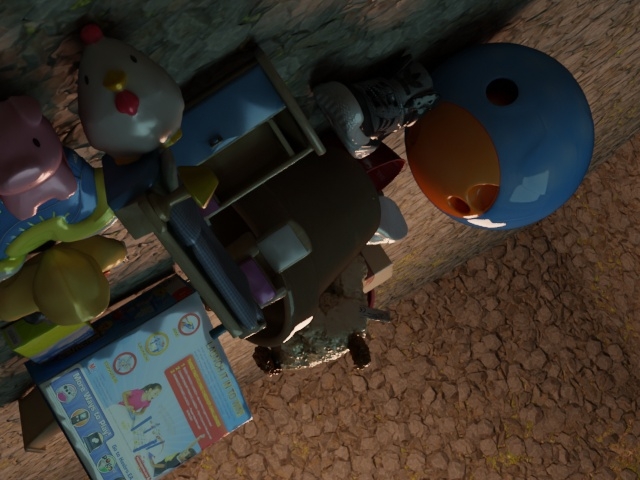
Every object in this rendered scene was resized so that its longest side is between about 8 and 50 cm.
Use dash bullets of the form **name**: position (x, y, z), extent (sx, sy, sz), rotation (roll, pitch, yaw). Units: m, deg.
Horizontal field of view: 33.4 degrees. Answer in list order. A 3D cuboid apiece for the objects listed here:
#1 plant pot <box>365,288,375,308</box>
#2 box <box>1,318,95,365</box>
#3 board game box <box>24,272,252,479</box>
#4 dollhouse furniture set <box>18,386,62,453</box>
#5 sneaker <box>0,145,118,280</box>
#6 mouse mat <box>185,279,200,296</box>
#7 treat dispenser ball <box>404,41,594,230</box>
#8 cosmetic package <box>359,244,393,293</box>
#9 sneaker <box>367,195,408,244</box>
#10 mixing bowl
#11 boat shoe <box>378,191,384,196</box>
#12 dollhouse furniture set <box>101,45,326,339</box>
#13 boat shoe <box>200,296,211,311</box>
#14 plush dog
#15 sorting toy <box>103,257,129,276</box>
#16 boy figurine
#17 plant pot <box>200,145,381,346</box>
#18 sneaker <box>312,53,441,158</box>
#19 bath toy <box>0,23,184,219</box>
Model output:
- **plant pot**: position (0.011, 0.119, 2.394), extent (0.201, 0.201, 0.180), rotation (-32, -175, -6)
- **box**: position (-0.418, 0.142, 1.660), extent (0.109, 0.042, 0.178), rotation (-30, 169, -8)
- **board game box**: position (-0.307, 0.263, 1.858), extent (0.302, 0.308, 0.086), rotation (-31, -147, -19)
- **dollhouse furniture set**: position (-0.423, 0.328, 2.032), extent (0.242, 0.212, 0.161), rotation (18, 133, -42)
- **sneaker**: position (-0.329, -0.037, 1.116), extent (0.240, 0.091, 0.126), rotation (-24, 140, 11)
- **mouse mat**: position (-0.287, 0.125, 2.036), extent (0.152, 0.007, 0.190), rotation (-33, 169, 1)
- **treat dispenser ball**: position (0.273, -0.159, 1.642), extent (0.288, 0.288, 0.288), rotation (-31, 168, -7)
- **cosmetic package**: position (-0.011, 0.079, 2.224), extent (0.296, 0.153, 0.129), rotation (-33, 167, -6)
- **sneaker**: position (0.057, -0.020, 1.731), extent (0.094, 0.080, 0.212), rotation (-26, 168, 36)
- **mixing bowl**: position (0.033, -0.113, 1.671), extent (0.181, 0.098, 0.181), rotation (-30, 168, -7)
- **boat shoe**: position (0.000, 0.000, 2.056), extent (0.335, 0.095, 0.112), rotation (-27, 167, -26)
- **dollhouse furniture set**: position (-0.064, -0.024, 1.112), extent (0.198, 0.286, 0.303), rotation (-33, -156, 2)
- **boat shoe**: position (-0.174, 0.033, 1.762), extent (0.104, 0.089, 0.285), rotation (-29, 166, -23)
- **plush dog**: position (-0.009, 0.171, 2.026), extent (0.262, 0.210, 0.225), rotation (-32, 176, -33)
- **sorting toy**: position (-0.327, 0.048, 1.589), extent (0.083, 0.012, 0.062), rotation (-34, 169, 3)
- **boy figurine**: position (-0.303, 0.047, 1.269), extent (0.177, 0.092, 0.285), rotation (-29, -171, -22)
- **plant pot**: position (-0.047, -0.020, 1.474), extent (0.229, 0.263, 0.263), rotation (-33, 170, -31)
- **sneaker**: position (0.080, -0.197, 1.462), extent (0.153, 0.101, 0.268), rotation (-34, 174, 3)
- **bath toy**: position (-0.287, -0.074, 0.942), extent (0.348, 0.151, 0.129), rotation (-30, 125, -9)
